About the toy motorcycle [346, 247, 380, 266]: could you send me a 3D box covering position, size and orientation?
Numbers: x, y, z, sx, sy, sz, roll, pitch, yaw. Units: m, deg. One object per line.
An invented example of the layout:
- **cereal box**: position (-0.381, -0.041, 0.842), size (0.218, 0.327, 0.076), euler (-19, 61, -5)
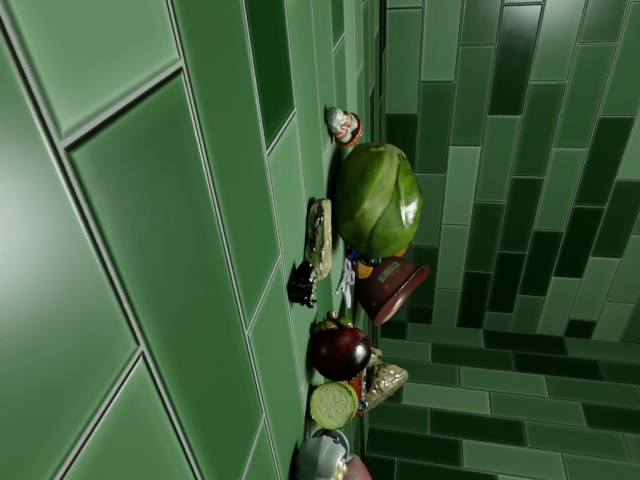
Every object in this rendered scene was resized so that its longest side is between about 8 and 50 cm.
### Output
- **toy motorcycle**: position (0.161, -0.004, 1.790), size (0.315, 0.169, 0.113), euler (95, 15, -51)

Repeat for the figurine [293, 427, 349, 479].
- **figurine**: position (0.006, 0.593, 1.256), size (0.236, 0.133, 0.175), euler (52, 41, -78)

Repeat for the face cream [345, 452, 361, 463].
- **face cream**: position (0.111, 0.929, 1.945), size (0.251, 0.101, 0.101), euler (64, 32, -68)

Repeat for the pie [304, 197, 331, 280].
- **pie**: position (0.004, 0.000, 1.248), size (0.185, 0.052, 0.217), euler (30, 62, -75)

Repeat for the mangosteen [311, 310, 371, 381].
- **mangosteen**: position (0.051, 0.293, 1.336), size (0.200, 0.200, 0.199), euler (4, 90, -79)

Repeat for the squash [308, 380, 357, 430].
- **squash**: position (0.045, 0.481, 1.413), size (0.247, 0.133, 0.132), euler (68, 28, -73)

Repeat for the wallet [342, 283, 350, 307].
- **wallet**: position (0.104, 0.211, 1.877), size (0.122, 0.025, 0.061), euler (78, 21, -51)

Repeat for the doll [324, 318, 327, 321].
- **doll**: position (0.029, 0.278, 1.520), size (0.125, 0.027, 0.037), euler (77, 28, -55)

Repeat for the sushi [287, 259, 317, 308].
- **sushi**: position (-0.037, 0.102, 1.083), size (0.084, 0.056, 0.083), euler (80, 10, -46)

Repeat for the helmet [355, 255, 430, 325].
- **helmet**: position (0.305, 0.194, 2.245), size (0.385, 0.230, 0.337), euler (-42, 157, -21)

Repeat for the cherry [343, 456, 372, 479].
- **cherry**: position (0.103, 0.920, 1.701), size (0.239, 0.206, 0.239), euler (61, -4, 7)

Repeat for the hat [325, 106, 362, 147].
- **hat**: position (0.055, -0.338, 1.372), size (0.162, 0.094, 0.112), euler (10, 73, -60)

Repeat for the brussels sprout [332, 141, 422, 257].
- **brussels sprout**: position (0.179, -0.128, 1.514), size (0.315, 0.276, 0.370), euler (31, 62, -81)

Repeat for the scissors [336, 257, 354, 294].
- **scissors**: position (0.091, 0.146, 1.770), size (0.212, 0.021, 0.110), euler (-55, 130, -62)

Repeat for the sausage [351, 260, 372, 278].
- **sausage**: position (0.172, 0.028, 1.971), size (0.105, 0.106, 0.274), euler (-62, 152, -64)

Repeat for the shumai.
- **shumai**: position (0.197, 0.607, 2.144), size (0.262, 0.314, 0.267), euler (49, -9, 27)

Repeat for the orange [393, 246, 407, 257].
- **orange**: position (0.317, -0.006, 2.339), size (0.240, 0.240, 0.171), euler (56, 55, -72)

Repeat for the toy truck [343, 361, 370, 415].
- **toy truck**: position (0.142, 0.586, 1.964), size (0.107, 0.114, 0.252), euler (61, 33, -70)
